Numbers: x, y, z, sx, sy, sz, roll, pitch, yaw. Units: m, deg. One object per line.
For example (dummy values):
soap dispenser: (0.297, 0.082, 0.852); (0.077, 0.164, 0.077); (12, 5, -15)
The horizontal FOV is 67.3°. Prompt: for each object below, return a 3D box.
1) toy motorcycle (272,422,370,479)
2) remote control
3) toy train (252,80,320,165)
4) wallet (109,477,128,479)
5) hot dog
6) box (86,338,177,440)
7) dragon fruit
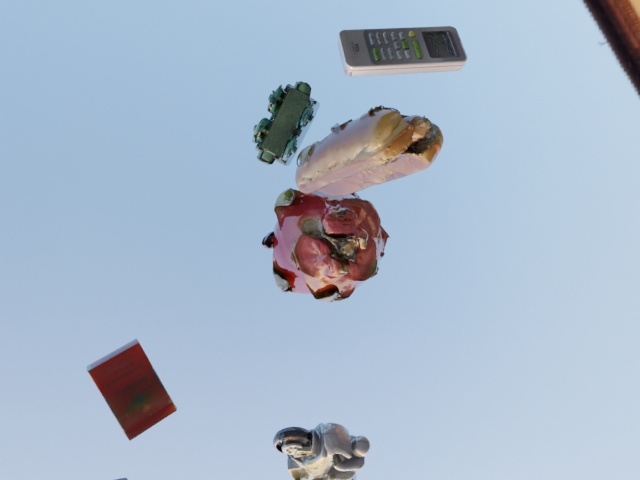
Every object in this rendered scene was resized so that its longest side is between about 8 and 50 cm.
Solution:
toy motorcycle: (0.013, 0.362, 0.803); (0.151, 0.074, 0.229); (-15, -50, 6)
remote control: (0.162, -0.378, 0.957); (0.250, 0.034, 0.103); (-5, -115, -9)
toy train: (-0.077, -0.264, 1.094); (0.107, 0.154, 0.198); (29, -79, 1)
wallet: (-0.090, 0.209, 0.153); (0.169, 0.317, 0.044); (3, -74, -41)
hot dog: (0.044, -0.106, 0.610); (0.109, 0.269, 0.072); (6, -97, -31)
box: (-0.389, 0.307, 0.999); (0.112, 0.048, 0.175); (-29, -77, -25)
dragon fruit: (0.000, 0.000, 1.144); (0.225, 0.305, 0.306); (7, -97, -71)
